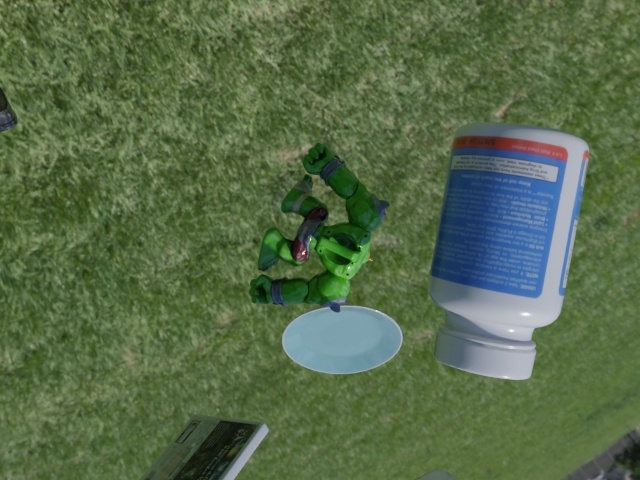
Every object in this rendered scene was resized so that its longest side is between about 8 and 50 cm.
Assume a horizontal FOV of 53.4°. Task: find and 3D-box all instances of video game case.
[{"bbox_3d":[-0.192,0.346,0.966,0.173,0.022,0.190,-8,-151,41],"label":"video game case"}]

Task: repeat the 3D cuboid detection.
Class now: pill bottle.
[{"bbox_3d":[0.169,0.010,0.595,0.124,0.124,0.221,8,92,-50],"label":"pill bottle"}]

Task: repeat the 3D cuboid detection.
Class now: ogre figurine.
[{"bbox_3d":[0.000,0.000,0.738,0.197,0.118,0.097,-59,159,-14],"label":"ogre figurine"}]

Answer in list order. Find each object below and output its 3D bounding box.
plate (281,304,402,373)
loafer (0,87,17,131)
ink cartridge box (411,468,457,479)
[{"bbox_3d":[0.034,0.150,0.996,0.188,0.024,0.188,0,137,0],"label":"plate"},{"bbox_3d":[-0.361,-0.158,0.638,0.062,0.170,0.061,-31,141,-37],"label":"loafer"},{"bbox_3d":[0.113,0.408,0.642,0.114,0.197,0.272,-3,119,-44],"label":"ink cartridge box"}]
